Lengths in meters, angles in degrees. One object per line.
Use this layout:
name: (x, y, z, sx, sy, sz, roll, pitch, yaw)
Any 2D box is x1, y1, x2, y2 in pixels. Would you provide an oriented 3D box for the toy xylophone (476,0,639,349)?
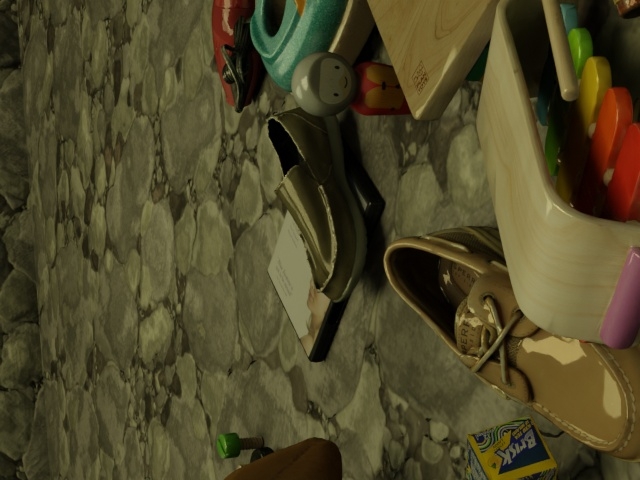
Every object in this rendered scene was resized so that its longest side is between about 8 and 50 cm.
toy xylophone: (0.181, -0.085, 0.850, 0.236, 0.081, 0.323, 94, 174, -54)

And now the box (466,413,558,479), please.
box: (0.159, 0.220, 0.973, 0.169, 0.059, 0.054, 83, 169, -50)

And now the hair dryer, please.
hair dryer: (-0.118, -0.254, 1.527, 0.293, 0.080, 0.223, 89, -170, -78)

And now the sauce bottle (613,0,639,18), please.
sauce bottle: (0.233, -0.239, 0.895, 0.042, 0.042, 0.128, -32, 75, 60)

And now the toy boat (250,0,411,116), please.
toy boat: (0.003, -0.249, 1.277, 0.318, 0.148, 0.267, -113, 35, -41)

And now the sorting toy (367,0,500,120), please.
sorting toy: (0.141, -0.287, 1.060, 0.257, 0.089, 0.255, 120, 142, -46)

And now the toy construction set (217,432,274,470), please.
toy construction set: (-0.150, 0.433, 1.474, 0.257, 0.237, 0.309, -165, 77, -64)

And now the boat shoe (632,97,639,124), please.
boat shoe: (0.265, -0.027, 0.842, 0.060, 0.064, 0.178, -14, 64, 30)

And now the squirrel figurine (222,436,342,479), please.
squirrel figurine: (-0.052, 0.453, 1.114, 0.281, 0.397, 0.370, 20, 120, 53)

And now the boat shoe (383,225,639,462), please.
boat shoe: (0.164, 0.084, 0.976, 0.341, 0.110, 0.122, -140, 55, -58)

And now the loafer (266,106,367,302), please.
loafer: (-0.014, -0.044, 1.326, 0.094, 0.087, 0.251, -50, 47, 52)

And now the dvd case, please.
dvd case: (0.000, 0.000, 1.422, 0.180, 0.022, 0.253, 62, 142, 45)
